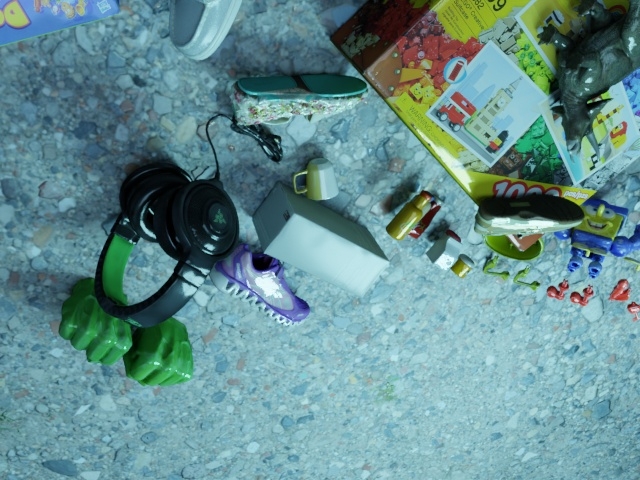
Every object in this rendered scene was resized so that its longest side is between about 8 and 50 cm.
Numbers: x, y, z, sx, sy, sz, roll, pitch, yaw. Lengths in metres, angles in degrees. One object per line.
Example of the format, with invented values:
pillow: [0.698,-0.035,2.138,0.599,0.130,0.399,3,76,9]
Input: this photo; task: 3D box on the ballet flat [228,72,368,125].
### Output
ballet flat: [-0.038,-0.230,1.056,0.241,0.091,0.077,-6,136,-23]

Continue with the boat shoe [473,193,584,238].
boat shoe: [0.354,-0.035,1.101,0.190,0.068,0.072,3,136,-7]

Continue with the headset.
headset: [-0.211,-0.036,1.056,0.185,0.243,0.394,36,81,-44]

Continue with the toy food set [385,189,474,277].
toy food set: [0.233,-0.023,1.270,0.232,0.111,0.104,29,110,-29]

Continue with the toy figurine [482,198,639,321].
toy figurine: [0.554,-0.006,1.383,0.362,0.217,0.191,17,145,22]

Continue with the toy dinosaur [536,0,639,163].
toy dinosaur: [0.424,-0.282,0.936,0.160,0.121,0.313,24,108,-43]

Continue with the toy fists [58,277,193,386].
toy fists: [-0.358,0.188,1.199,0.096,0.142,0.279,-44,124,13]

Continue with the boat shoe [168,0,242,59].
boat shoe: [-0.159,-0.408,0.863,0.103,0.118,0.320,-7,126,-48]

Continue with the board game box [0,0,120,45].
board game box: [-0.431,-0.300,0.791,0.347,0.233,0.078,-17,126,-6]

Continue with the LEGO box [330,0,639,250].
LEGO box: [0.325,-0.275,1.080,0.372,0.193,0.500,-42,125,12]

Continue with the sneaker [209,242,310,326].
sneaker: [-0.100,0.083,1.250,0.236,0.095,0.104,33,100,-32]

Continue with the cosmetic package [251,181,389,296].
cosmetic package: [0.000,0.000,1.201,0.238,0.127,0.107,25,112,-28]

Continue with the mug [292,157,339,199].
mug: [-0.005,-0.112,1.163,0.078,0.062,0.064,-31,126,-40]
